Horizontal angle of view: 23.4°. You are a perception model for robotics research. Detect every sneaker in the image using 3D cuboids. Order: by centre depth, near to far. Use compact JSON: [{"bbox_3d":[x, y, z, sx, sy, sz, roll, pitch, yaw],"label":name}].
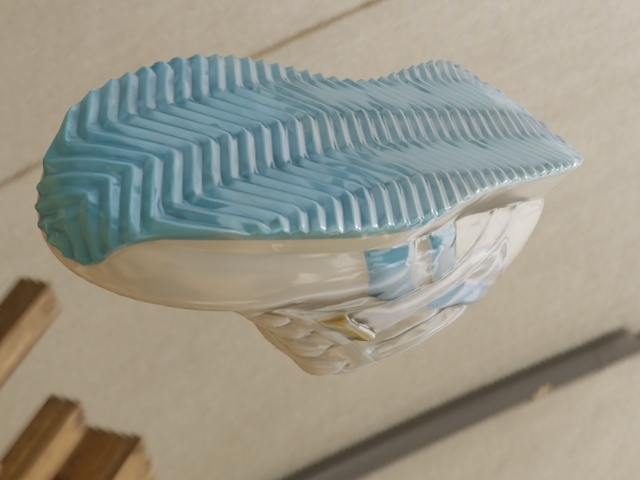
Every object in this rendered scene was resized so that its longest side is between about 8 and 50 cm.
[{"bbox_3d":[0.000,0.000,0.478,0.087,0.228,0.092,43,-64,26],"label":"sneaker"}]
